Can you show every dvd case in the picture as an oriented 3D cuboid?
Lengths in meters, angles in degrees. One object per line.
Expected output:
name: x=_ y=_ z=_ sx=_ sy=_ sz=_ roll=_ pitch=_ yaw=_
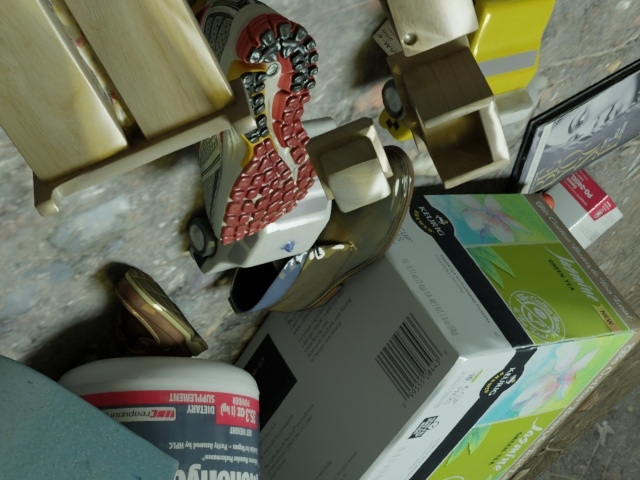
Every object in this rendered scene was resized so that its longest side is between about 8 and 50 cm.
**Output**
dvd case: x=0.317 y=-0.131 z=1.483 sx=0.221 sy=0.018 sz=0.164 roll=-29 pitch=155 yaw=-20

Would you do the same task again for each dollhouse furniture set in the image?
dollhouse furniture set: x=-0.102 y=-0.133 z=0.762 sx=0.355 sy=0.174 sz=0.303 roll=-21 pitch=133 yaw=4

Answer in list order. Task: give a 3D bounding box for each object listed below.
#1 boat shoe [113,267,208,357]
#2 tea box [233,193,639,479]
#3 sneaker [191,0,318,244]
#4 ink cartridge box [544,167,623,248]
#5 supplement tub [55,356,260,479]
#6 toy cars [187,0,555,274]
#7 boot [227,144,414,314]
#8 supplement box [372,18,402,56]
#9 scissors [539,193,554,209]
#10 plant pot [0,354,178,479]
boat shoe: x=-0.151 y=0.080 z=1.138 sx=0.060 sy=0.064 sz=0.178 roll=-38 pitch=159 yaw=-6
tea box: x=0.117 y=0.136 z=1.394 sx=0.323 sy=0.220 sz=0.329 roll=-5 pitch=140 yaw=-43
sneaker: x=-0.056 y=-0.089 z=0.933 sx=0.088 sy=0.093 sz=0.225 roll=-27 pitch=145 yaw=-30
ink cartridge box: x=0.300 y=-0.014 z=1.610 sx=0.150 sy=0.063 sz=0.109 roll=-42 pitch=156 yaw=9
supplement tub: x=-0.148 y=0.251 z=1.138 sx=0.191 sy=0.272 sz=0.191 roll=-2 pitch=165 yaw=-1
toy cars: x=0.044 y=-0.074 z=1.051 sx=0.393 sy=0.087 sz=0.176 roll=-35 pitch=158 yaw=14
boot: x=0.000 y=0.000 z=1.191 sx=0.106 sy=0.082 sz=0.219 roll=-14 pitch=148 yaw=-48
supplement box: x=0.098 y=-0.189 z=1.050 sx=0.098 sy=0.036 sz=0.062 roll=-48 pitch=154 yaw=21
scissors: x=0.173 y=0.045 z=1.564 sx=0.109 sy=0.021 sz=0.297 roll=-2 pitch=139 yaw=-49
plant pot: x=-0.291 y=0.213 z=0.911 sx=0.247 sy=0.252 sz=0.248 roll=-46 pitch=-171 yaw=15
